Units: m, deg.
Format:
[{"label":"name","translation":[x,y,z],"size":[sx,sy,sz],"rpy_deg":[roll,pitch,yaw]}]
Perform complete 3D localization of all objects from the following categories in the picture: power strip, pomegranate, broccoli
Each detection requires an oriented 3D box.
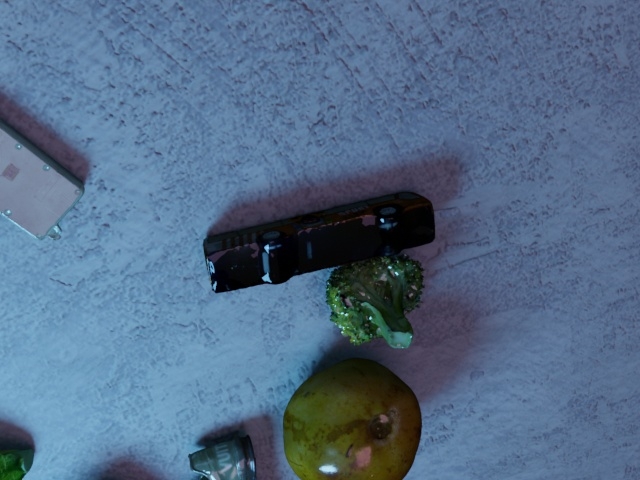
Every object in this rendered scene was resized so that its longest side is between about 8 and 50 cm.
[{"label":"power strip","translation":[-0.494,-0.112,1.318],"size":[0.270,0.046,0.118],"rpy_deg":[41,92,-24]},{"label":"pomegranate","translation":[0.055,0.342,1.553],"size":[0.264,0.264,0.264],"rpy_deg":[-6,112,-15]},{"label":"broccoli","translation":[0.109,0.118,1.507],"size":[0.219,0.194,0.194],"rpy_deg":[21,103,-29]}]

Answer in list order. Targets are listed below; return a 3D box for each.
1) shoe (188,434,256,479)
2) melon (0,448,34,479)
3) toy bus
[{"label":"shoe","translation":[-0.192,0.510,1.619],"size":[0.149,0.109,0.293],"rpy_deg":[-4,108,-11]},{"label":"melon","translation":[-0.655,0.427,1.436],"size":[0.323,0.124,0.196],"rpy_deg":[-12,121,-10]},{"label":"toy bus","translation":[0.000,0.000,1.483],"size":[0.408,0.092,0.093],"rpy_deg":[-13,116,-12]}]
